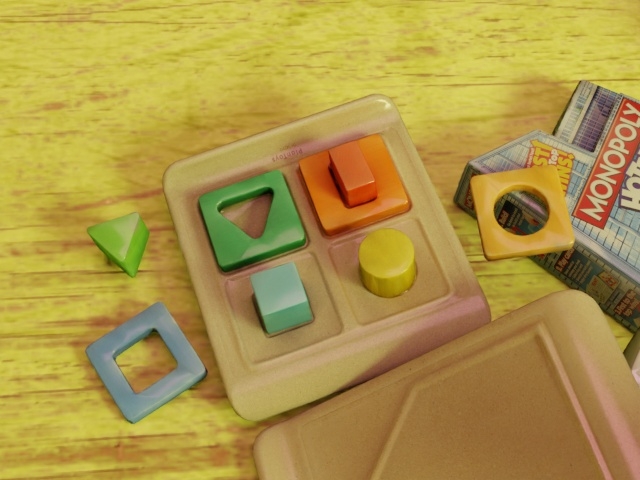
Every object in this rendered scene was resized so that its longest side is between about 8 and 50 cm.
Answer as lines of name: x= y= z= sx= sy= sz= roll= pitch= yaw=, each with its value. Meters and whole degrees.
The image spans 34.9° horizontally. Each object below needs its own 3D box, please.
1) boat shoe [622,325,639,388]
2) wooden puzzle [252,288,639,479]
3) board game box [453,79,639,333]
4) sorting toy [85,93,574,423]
boat shoe: x=0.201 y=0.151 z=0.648 sx=0.070 sy=0.078 sz=0.219 roll=22 pitch=68 yaw=8
wooden puzzle: x=0.093 y=0.171 z=0.601 sx=0.238 sy=0.044 sz=0.221 roll=-26 pitch=62 yaw=13
board game box: x=0.211 y=-0.040 z=0.764 sx=0.194 sy=0.060 sz=0.194 roll=25 pitch=61 yaw=8
sorting toy: x=0.000 y=0.000 z=0.688 sx=0.347 sy=0.047 sz=0.196 roll=-19 pitch=66 yaw=-4
